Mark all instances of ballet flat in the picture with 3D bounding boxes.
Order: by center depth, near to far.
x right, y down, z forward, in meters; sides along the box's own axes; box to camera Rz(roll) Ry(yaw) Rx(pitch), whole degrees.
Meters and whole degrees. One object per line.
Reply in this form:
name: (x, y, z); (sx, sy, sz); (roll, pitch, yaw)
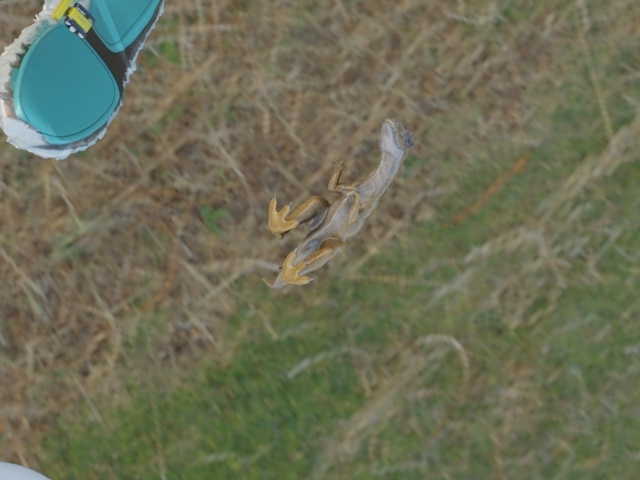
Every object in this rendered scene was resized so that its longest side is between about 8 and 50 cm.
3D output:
ballet flat: (-0.289, -0.201, 1.815); (0.147, 0.409, 0.147); (9, 126, 12)

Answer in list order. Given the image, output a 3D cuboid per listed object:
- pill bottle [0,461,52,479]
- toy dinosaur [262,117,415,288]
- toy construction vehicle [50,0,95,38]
pill bottle: (-0.178, 0.171, 0.662); (0.108, 0.108, 0.193); (17, 144, -37)
toy dinosaur: (0.000, 0.000, 1.171); (0.211, 0.064, 0.112); (-46, 164, 33)
toy construction vehicle: (-0.261, -0.270, 1.633); (0.098, 0.035, 0.086); (43, 70, -46)
